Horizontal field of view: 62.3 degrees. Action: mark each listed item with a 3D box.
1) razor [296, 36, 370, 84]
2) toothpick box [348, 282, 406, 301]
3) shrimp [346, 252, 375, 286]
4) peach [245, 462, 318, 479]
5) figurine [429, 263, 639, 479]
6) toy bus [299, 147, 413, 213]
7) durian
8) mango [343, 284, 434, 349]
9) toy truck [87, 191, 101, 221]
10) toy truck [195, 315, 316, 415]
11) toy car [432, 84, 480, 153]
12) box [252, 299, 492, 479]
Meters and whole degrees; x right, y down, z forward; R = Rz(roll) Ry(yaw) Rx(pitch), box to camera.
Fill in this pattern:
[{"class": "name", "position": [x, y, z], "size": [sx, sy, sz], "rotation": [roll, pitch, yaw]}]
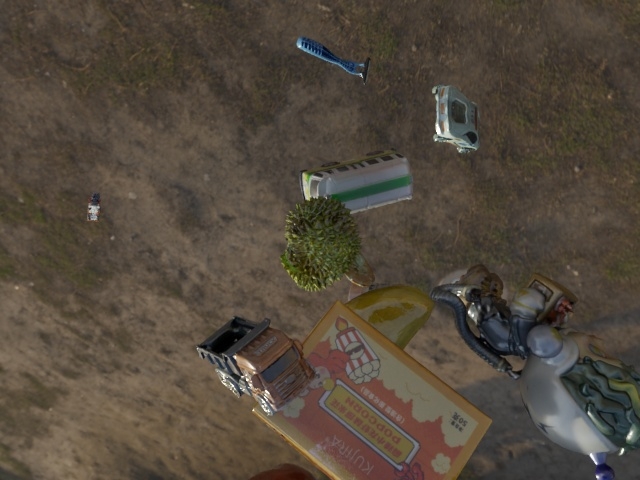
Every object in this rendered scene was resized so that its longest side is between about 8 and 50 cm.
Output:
[{"class": "razor", "position": [0.039, -0.525, 1.523], "size": [0.253, 0.082, 0.042], "rotation": [10, 179, -38]}, {"class": "toothpick box", "position": [0.164, 0.167, 1.492], "size": [0.148, 0.098, 0.099], "rotation": [3, 129, 23]}, {"class": "shrimp", "position": [0.094, 0.057, 1.440], "size": [0.091, 0.184, 0.043], "rotation": [11, 125, -20]}, {"class": "peach", "position": [-0.076, 0.581, 1.059], "size": [0.252, 0.253, 0.253], "rotation": [9, 130, 11]}, {"class": "figurine", "position": [0.380, 0.185, 0.870], "size": [0.260, 0.382, 0.186], "rotation": [14, 119, -36]}, {"class": "toy bus", "position": [0.106, -0.157, 1.523], "size": [0.305, 0.179, 0.143], "rotation": [-14, 109, -10]}, {"class": "durian", "position": [0.001, -0.003, 1.246], "size": [0.200, 0.237, 0.176], "rotation": [39, 126, -15]}, {"class": "mango", "position": [0.121, 0.225, 1.333], "size": [0.195, 0.142, 0.332], "rotation": [27, 120, -17]}, {"class": "toy truck", "position": [-0.443, -0.064, 1.038], "size": [0.024, 0.032, 0.083], "rotation": [6, 155, -22]}, {"class": "toy truck", "position": [-0.095, 0.161, 0.725], "size": [0.192, 0.083, 0.092], "rotation": [4, 125, 55]}, {"class": "toy car", "position": [0.251, -0.215, 0.947], "size": [0.056, 0.204, 0.096], "rotation": [-2, 88, 36]}, {"class": "box", "position": [0.063, 0.275, 0.845], "size": [0.283, 0.214, 0.259], "rotation": [36, 167, 7]}]
